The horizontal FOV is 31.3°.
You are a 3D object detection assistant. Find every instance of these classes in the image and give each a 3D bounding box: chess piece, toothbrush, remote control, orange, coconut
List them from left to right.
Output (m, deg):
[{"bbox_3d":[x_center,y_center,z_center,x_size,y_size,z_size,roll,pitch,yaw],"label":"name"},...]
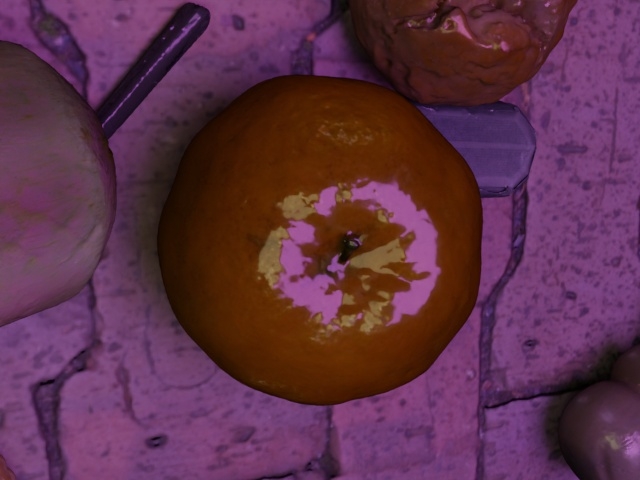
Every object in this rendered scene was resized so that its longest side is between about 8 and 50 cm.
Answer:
[{"bbox_3d":[-0.263,-0.033,0.801,0.236,0.204,0.236,-28,131,-38],"label":"coconut"},{"bbox_3d":[-0.186,-0.087,0.946,0.297,0.030,0.030,-53,149,-14],"label":"toothbrush"},{"bbox_3d":[0.000,0.000,0.960,0.279,0.235,0.279,-1,97,-8],"label":"orange"},{"bbox_3d":[0.114,-0.091,1.132,0.247,0.052,0.104,-3,102,-30],"label":"remote control"},{"bbox_3d":[0.420,0.171,1.338,0.330,0.182,0.182,-33,117,-16],"label":"chess piece"}]

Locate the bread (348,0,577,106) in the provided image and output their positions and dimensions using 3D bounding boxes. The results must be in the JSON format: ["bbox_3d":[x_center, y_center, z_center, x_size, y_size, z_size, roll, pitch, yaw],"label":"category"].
[{"bbox_3d":[0.142,-0.241,1.057,0.244,0.134,0.244,-3,96,-28],"label":"bread"}]

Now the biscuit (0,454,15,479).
[{"bbox_3d":[-0.367,0.229,0.895,0.249,0.030,0.160,-37,118,-21],"label":"biscuit"}]
